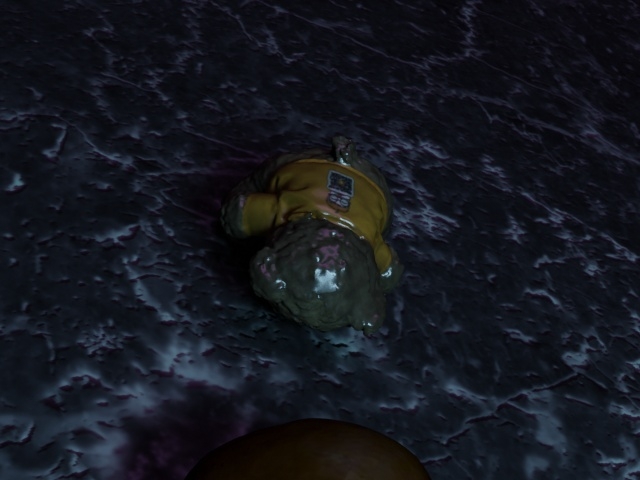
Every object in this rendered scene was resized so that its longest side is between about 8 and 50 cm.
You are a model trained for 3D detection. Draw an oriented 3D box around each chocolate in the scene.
[{"bbox_3d":[-0.011,0.183,0.772,0.176,0.177,0.177,18,33,-13],"label":"chocolate"}]

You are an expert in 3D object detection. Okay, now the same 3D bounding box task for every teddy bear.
[{"bbox_3d":[0.000,0.000,1.068,0.177,0.140,0.190,19,41,-17],"label":"teddy bear"}]
